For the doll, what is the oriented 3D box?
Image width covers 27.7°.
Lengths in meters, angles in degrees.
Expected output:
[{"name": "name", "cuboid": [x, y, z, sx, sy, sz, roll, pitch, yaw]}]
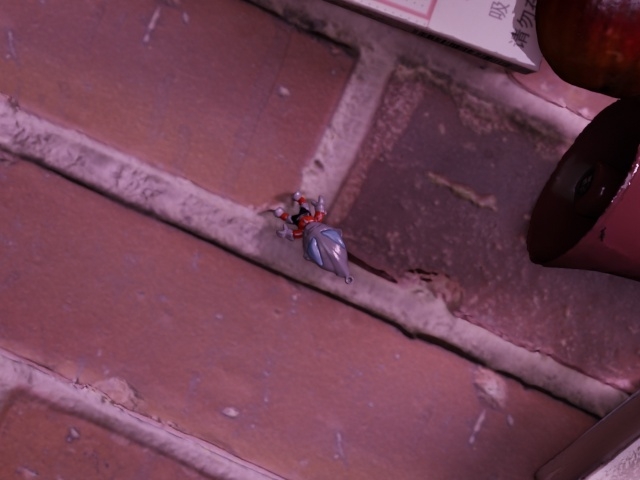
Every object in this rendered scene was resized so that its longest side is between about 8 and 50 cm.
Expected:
[{"name": "doll", "cuboid": [0.000, 0.000, 1.384, 0.057, 0.039, 0.114, -36, 82, -30]}]

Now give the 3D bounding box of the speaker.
[{"name": "speaker", "cuboid": [0.383, 0.039, 1.290, 0.329, 0.259, 0.198, 33, 124, -6]}]

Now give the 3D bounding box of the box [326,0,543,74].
[{"name": "box", "cuboid": [0.100, -0.323, 1.328, 0.330, 0.095, 0.210, 20, 95, 0]}]

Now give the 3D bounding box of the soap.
[{"name": "soap", "cuboid": [0.316, 0.227, 1.362, 0.183, 0.121, 0.064, -39, 94, 4]}]

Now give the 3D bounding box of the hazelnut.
[{"name": "hazelnut", "cuboid": [0.297, -0.218, 1.235, 0.204, 0.178, 0.178, -14, 96, -33]}]
